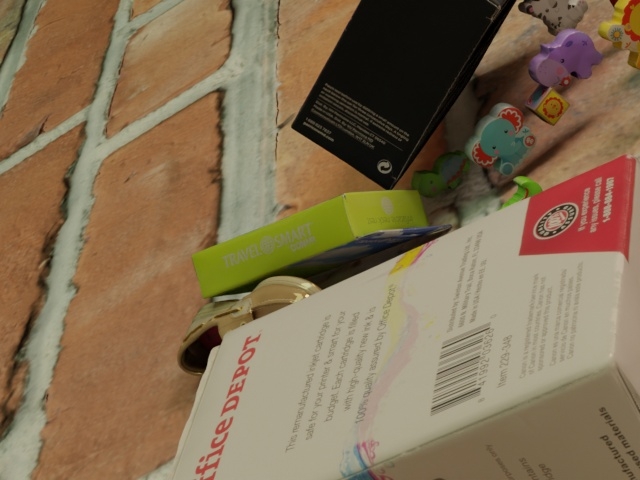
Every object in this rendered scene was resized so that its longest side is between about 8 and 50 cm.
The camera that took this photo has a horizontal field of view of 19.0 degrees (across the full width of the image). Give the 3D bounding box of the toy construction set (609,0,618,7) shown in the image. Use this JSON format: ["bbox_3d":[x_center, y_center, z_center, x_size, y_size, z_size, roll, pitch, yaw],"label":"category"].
[{"bbox_3d":[0.317,-0.307,1.458,0.309,0.237,0.257,-26,24,24],"label":"toy construction set"}]

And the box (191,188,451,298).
[{"bbox_3d":[0.000,0.000,1.497,0.178,0.042,0.109,-21,-8,34],"label":"box"}]

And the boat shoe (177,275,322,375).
[{"bbox_3d":[-0.051,0.074,1.468,0.170,0.063,0.059,-23,26,52],"label":"boat shoe"}]

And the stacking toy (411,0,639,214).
[{"bbox_3d":[0.161,-0.107,1.470,0.221,0.052,0.167,-53,22,1],"label":"stacking toy"}]

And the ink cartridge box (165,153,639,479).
[{"bbox_3d":[0.074,0.105,1.120,0.306,0.131,0.226,-26,24,26],"label":"ink cartridge box"}]

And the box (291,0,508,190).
[{"bbox_3d":[0.094,-0.182,1.559,0.184,0.103,0.261,-57,-2,30],"label":"box"}]
